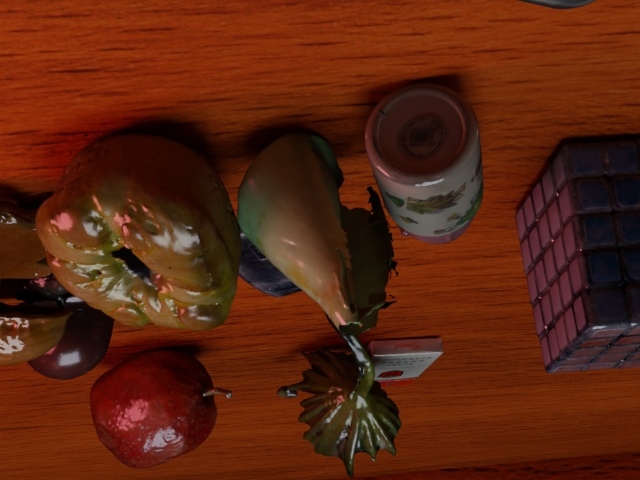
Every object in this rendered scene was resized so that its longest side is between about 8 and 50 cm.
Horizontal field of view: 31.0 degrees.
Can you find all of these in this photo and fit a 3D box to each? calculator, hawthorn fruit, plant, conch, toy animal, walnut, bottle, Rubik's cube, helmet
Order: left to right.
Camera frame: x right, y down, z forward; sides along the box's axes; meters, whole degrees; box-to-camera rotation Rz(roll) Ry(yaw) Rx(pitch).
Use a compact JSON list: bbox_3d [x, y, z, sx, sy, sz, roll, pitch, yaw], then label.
[{"bbox_3d":[-0.450,0.128,1.577,0.211,0.087,0.167,7,178,-12],"label":"walnut"},{"bbox_3d":[-0.366,0.062,1.570,0.136,0.047,0.065,-11,155,28],"label":"toy animal"},{"bbox_3d":[-0.372,0.150,1.719,0.175,0.106,0.155,-21,156,23],"label":"helmet"},{"bbox_3d":[-0.265,0.279,1.974,0.253,0.205,0.205,-21,156,16],"label":"hawthorn fruit"},{"bbox_3d":[-0.038,0.015,1.566,0.177,0.040,0.268,-14,154,13],"label":"calculator"},{"bbox_3d":[0.013,-0.009,1.240,0.137,0.250,0.143,-47,152,1],"label":"conch"},{"bbox_3d":[0.040,0.275,1.967,0.180,0.251,0.333,-43,170,-10],"label":"plant"},{"bbox_3d":[0.122,-0.070,1.273,0.120,0.120,0.253,-10,161,8],"label":"bottle"},{"bbox_3d":[0.395,0.020,1.429,0.237,0.236,0.238,-3,160,-6],"label":"Rubik's cube"}]

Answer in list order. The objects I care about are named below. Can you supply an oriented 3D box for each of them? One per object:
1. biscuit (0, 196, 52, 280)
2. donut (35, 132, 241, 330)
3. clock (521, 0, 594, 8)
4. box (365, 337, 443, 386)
[{"bbox_3d":[-0.411,0.011,1.415,0.197,0.049,0.301,8,154,-36],"label":"biscuit"},{"bbox_3d":[-0.195,-0.006,1.263,0.209,0.128,0.261,7,147,6],"label":"donut"},{"bbox_3d":[0.173,-0.273,0.846,0.273,0.049,0.279,5,156,-31],"label":"clock"},{"bbox_3d":[0.135,0.236,2.197,0.139,0.035,0.245,-2,158,-14],"label":"box"}]
